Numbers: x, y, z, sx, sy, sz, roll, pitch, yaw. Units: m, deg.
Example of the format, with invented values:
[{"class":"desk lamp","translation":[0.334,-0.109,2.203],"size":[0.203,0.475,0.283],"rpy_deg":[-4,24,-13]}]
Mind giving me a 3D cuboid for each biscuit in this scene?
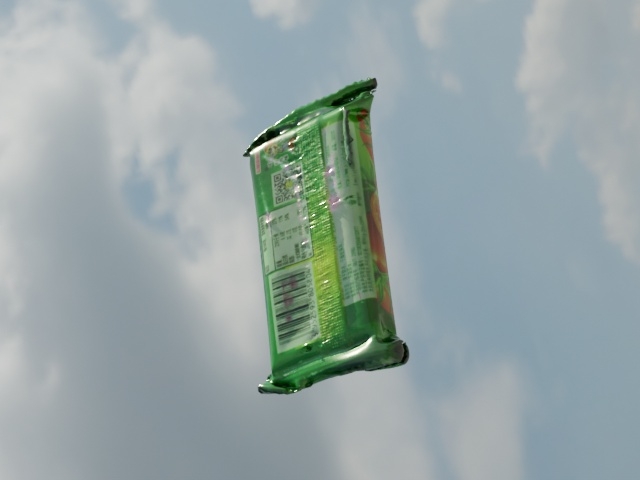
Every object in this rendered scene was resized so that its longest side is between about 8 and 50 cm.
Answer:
[{"class":"biscuit","translation":[0.000,0.000,0.469],"size":[0.016,0.046,0.089],"rpy_deg":[28,-132,-49]}]
